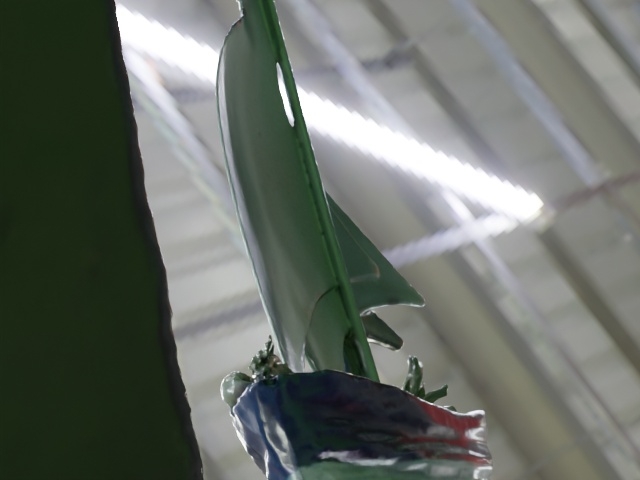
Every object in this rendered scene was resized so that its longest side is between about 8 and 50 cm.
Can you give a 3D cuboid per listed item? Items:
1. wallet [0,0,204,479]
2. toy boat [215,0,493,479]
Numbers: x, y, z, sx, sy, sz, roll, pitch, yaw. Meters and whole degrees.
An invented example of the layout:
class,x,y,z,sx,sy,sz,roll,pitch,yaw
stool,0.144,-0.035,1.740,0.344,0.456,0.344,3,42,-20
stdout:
class,x,y,z,sx,sy,sz,roll,pitch,yaw
wallet,-0.105,-0.005,0.436,0.146,0.030,0.285,-15,-72,-22
toy boat,0.013,0.019,0.827,0.210,0.070,0.291,53,-156,-49
